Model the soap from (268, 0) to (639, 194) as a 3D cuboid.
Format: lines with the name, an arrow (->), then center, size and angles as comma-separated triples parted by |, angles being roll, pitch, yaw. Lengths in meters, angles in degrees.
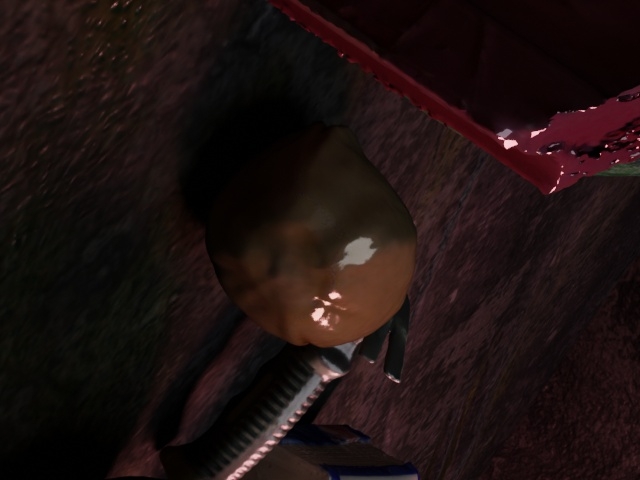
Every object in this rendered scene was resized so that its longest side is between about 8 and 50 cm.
soap -> 0.066, -0.130, 0.552 | 0.162, 0.250, 0.099 | -50, 160, -5

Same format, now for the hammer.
hammer -> -0.026, 0.106, 0.986 | 0.226, 0.041, 0.159 | -45, -155, 6

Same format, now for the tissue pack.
tissue pack -> -0.039, 0.259, 1.198 | 0.209, 0.137, 0.270 | -55, 158, 6

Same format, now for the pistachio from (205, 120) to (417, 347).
pistachio -> 0.000, 0.000, 0.840 | 0.136, 0.136, 0.226 | -52, 168, -1

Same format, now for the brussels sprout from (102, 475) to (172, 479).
brussels sprout -> -0.112, 0.304, 0.827 | 0.289, 0.281, 0.354 | -43, -163, 18

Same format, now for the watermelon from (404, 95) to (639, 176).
watermelon -> 0.124, -0.152, 0.834 | 0.222, 0.319, 0.292 | -3, 130, -21
